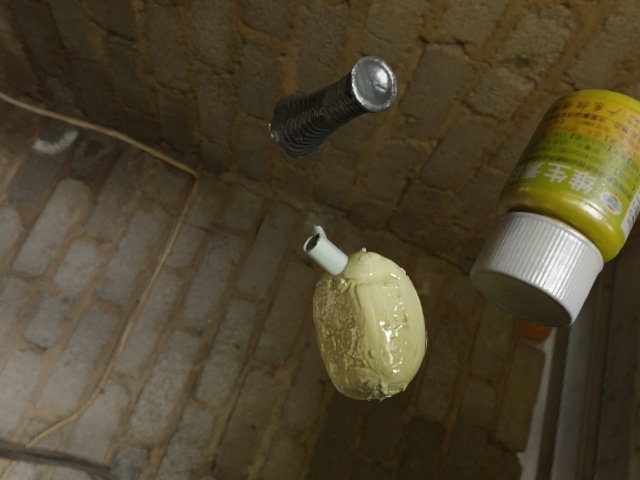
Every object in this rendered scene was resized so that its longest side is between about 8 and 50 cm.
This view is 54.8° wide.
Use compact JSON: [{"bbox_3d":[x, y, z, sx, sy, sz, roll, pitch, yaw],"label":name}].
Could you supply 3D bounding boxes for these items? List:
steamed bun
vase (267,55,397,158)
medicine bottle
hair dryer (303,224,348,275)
[{"bbox_3d":[0.104,0.158,1.136,0.232,0.166,0.272,-45,-126,55],"label":"steamed bun"},{"bbox_3d":[0.019,-0.200,0.932,0.237,0.115,0.115,-10,-124,60],"label":"vase"},{"bbox_3d":[0.432,-0.057,1.090,0.384,0.224,0.224,-58,178,-15],"label":"medicine bottle"},{"bbox_3d":[0.000,0.000,0.938,0.038,0.063,0.124,-42,-153,11],"label":"hair dryer"}]
